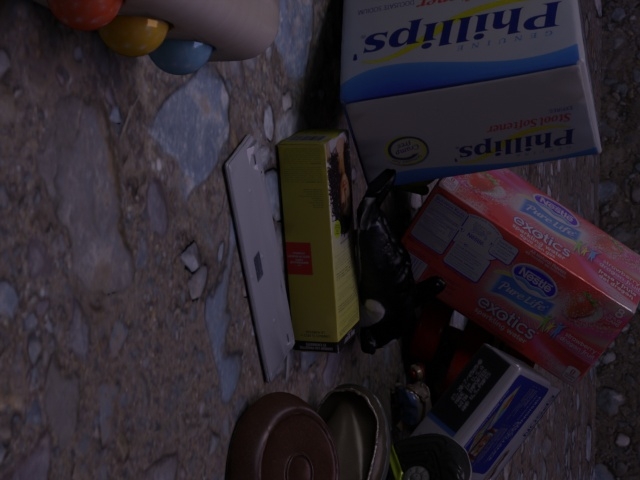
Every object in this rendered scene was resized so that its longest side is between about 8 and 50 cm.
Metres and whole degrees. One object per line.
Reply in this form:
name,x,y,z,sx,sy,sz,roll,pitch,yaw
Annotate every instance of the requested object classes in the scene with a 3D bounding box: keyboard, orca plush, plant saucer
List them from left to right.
keyboard,-0.062,0.021,1.478,0.072,0.014,0.256,-52,139,-51
plant saucer,-0.030,0.238,1.476,0.168,0.029,0.168,10,78,-52
orca plush,0.092,0.031,1.672,0.151,0.102,0.287,-96,-178,-48

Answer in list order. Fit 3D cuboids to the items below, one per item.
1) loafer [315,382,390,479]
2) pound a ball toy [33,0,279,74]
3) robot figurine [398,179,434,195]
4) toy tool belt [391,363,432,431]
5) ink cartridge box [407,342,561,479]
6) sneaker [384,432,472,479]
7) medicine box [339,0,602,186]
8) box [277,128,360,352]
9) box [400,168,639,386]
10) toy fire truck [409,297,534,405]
loafer,0.016,0.270,1.586,0.087,0.094,0.251,62,35,-62
pound a ball toy,-0.106,-0.204,1.040,0.319,0.208,0.135,14,78,-71
robot figurine,0.135,-0.111,1.929,0.101,0.067,0.115,-65,172,26
toy tool belt,0.119,0.211,1.937,0.051,0.052,0.083,-17,108,-23
ink cartridge box,0.168,0.277,1.839,0.303,0.072,0.307,-53,161,2
sneaker,0.078,0.404,1.652,0.147,0.145,0.384,29,81,-56
medicine box,0.167,-0.222,1.649,0.149,0.264,0.289,69,17,-45
box,0.000,0.000,1.576,0.087,0.058,0.232,-41,130,-65
box,0.262,0.029,1.909,0.154,0.300,0.142,-60,175,36
toy fire truck,0.216,0.175,2.078,0.302,0.169,0.254,-60,165,-53
